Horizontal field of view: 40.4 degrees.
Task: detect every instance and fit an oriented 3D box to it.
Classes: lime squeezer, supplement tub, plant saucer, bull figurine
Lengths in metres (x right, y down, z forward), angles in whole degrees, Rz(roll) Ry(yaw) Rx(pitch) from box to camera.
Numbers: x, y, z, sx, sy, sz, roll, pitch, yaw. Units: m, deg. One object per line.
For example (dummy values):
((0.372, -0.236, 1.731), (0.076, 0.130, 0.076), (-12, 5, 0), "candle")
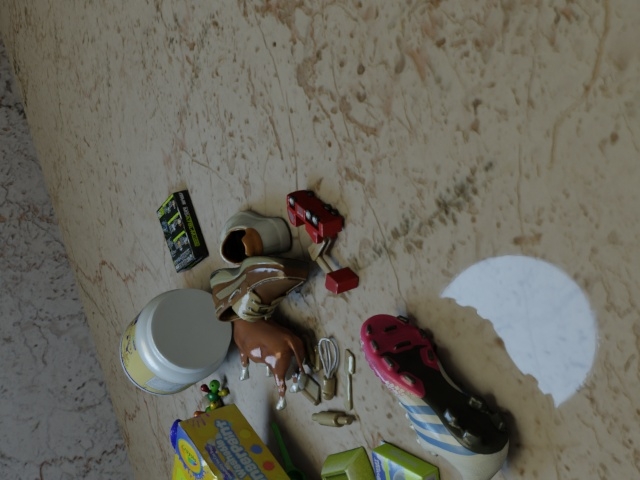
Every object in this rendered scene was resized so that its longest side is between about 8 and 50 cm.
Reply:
((-0.054, 0.584, 2.053), (0.110, 0.059, 0.310), (-68, -38, -85), "lime squeezer")
((-0.373, 0.261, 2.247), (0.331, 0.241, 0.241), (-38, 71, 61), "supplement tub")
((0.066, 0.529, 1.786), (0.188, 0.045, 0.188), (-41, 69, 61), "plant saucer")
((-0.123, 0.232, 1.902), (0.310, 0.101, 0.188), (29, 129, 60), "bull figurine")

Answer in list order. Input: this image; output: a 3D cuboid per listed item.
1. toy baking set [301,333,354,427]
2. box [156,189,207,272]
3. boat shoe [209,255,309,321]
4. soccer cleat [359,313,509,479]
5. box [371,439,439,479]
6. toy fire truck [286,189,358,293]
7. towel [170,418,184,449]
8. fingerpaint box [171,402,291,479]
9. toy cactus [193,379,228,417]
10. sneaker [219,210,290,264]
((0.008, 0.290, 1.779), (0.256, 0.030, 0.196), (-7, 98, 63), "toy baking set")
((-0.367, -0.021, 2.295), (0.191, 0.045, 0.184), (-31, 74, 63), "box")
((-0.125, 0.107, 1.784), (0.324, 0.122, 0.120), (-21, 64, 58), "boat shoe")
((0.162, 0.256, 1.380), (0.331, 0.116, 0.143), (47, 142, 41), "soccer cleat")
((0.153, 0.440, 1.580), (0.178, 0.042, 0.109), (10, 113, 59), "box")
((0.000, 0.000, 1.616), (0.192, 0.047, 0.135), (40, 139, 48), "toy fire truck")
((-0.283, 0.630, 2.351), (0.308, 0.076, 0.227), (22, 142, 42), "towel")
((-0.175, 0.669, 2.010), (0.445, 0.163, 0.371), (44, 135, 40), "fingerpaint box")
((-0.293, 0.476, 2.386), (0.180, 0.112, 0.219), (31, 140, 66), "toy cactus")
((-0.179, -0.004, 1.869), (0.290, 0.123, 0.106), (-7, 101, 64), "sneaker")
